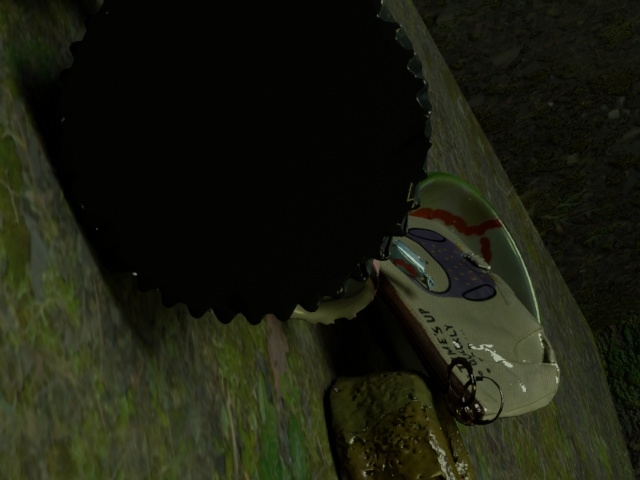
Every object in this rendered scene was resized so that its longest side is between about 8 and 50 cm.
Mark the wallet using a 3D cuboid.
[{"bbox_3d":[0.147,0.076,1.757,0.274,0.068,0.335,7,40,-55],"label":"wallet"}]

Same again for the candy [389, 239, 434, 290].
[{"bbox_3d":[0.094,0.024,1.677,0.083,0.020,0.030,43,25,-17],"label":"candy"}]

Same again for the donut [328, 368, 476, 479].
[{"bbox_3d":[0.111,0.253,1.672,0.272,0.107,0.272,-22,90,-77],"label":"donut"}]

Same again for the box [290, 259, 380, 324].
[{"bbox_3d":[0.000,0.000,1.600,0.151,0.151,0.135,55,27,-39],"label":"box"}]

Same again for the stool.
[{"bbox_3d":[-0.039,-0.101,1.339,0.297,0.297,0.330,65,10,-3],"label":"stool"}]

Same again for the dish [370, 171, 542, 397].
[{"bbox_3d":[0.152,0.083,2.016,0.324,0.124,0.324,31,48,-43],"label":"dish"}]
